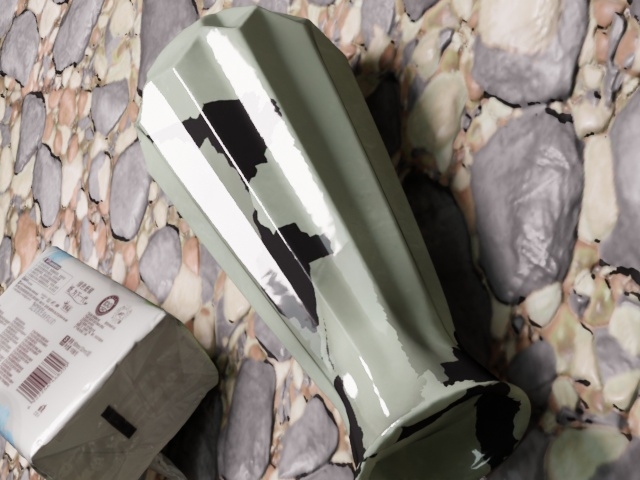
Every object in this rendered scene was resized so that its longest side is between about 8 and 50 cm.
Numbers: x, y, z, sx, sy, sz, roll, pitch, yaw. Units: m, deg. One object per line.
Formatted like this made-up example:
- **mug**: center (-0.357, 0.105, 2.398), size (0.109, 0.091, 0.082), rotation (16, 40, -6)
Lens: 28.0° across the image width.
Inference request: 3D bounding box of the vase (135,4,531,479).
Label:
- **vase**: center (0.000, 0.000, 0.848), size (0.165, 0.165, 0.360), rotation (-54, 48, 29)

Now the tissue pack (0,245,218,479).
- **tissue pack**: center (-0.196, 0.127, 1.096), size (0.159, 0.145, 0.229), rotation (-49, 35, -15)
